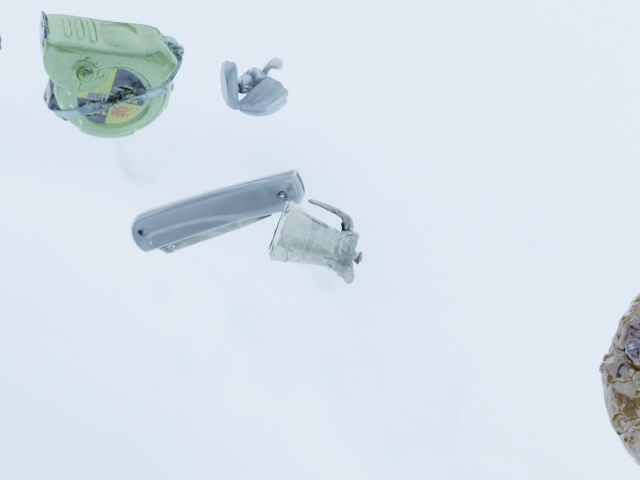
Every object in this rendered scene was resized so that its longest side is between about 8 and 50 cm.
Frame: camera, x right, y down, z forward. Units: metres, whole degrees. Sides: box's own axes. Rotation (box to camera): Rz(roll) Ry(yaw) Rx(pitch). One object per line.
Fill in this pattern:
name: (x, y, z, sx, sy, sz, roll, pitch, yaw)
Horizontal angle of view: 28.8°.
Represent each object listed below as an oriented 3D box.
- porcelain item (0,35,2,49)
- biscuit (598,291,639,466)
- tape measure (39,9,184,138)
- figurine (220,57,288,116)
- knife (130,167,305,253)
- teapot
porcelain item: (-0.317, -0.167, 1.091, 0.083, 0.036, 0.028, -11, 48, 31)
biscuit: (0.422, 0.109, 1.170, 0.334, 0.081, 0.289, -28, 50, 22)
tape measure: (-0.289, -0.227, 1.705, 0.200, 0.175, 0.106, -1, 43, -21)
figurine: (-0.092, -0.210, 1.730, 0.086, 0.094, 0.082, -9, 61, -14)
knife: (-0.147, -0.039, 1.776, 0.265, 0.073, 0.040, -17, 16, 15)
teapot: (0.000, 0.000, 1.123, 0.083, 0.057, 0.067, 22, 98, -5)
